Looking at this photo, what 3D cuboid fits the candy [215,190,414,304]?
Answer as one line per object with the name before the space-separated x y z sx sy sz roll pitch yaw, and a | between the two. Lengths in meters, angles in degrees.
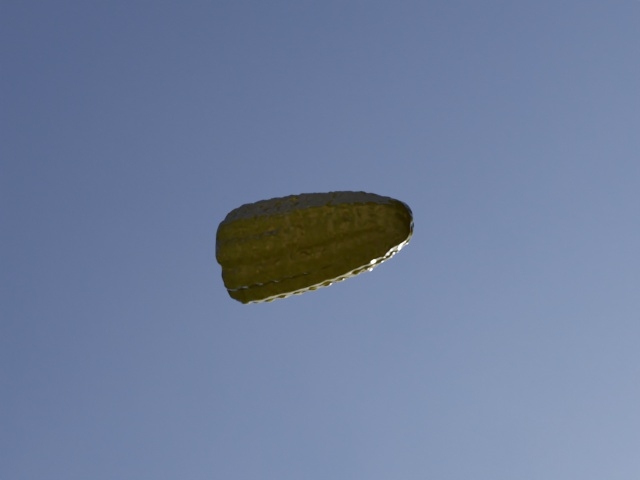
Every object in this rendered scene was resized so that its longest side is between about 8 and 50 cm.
candy | 0.000 0.000 1.141 0.199 0.106 0.094 -12 -29 22
